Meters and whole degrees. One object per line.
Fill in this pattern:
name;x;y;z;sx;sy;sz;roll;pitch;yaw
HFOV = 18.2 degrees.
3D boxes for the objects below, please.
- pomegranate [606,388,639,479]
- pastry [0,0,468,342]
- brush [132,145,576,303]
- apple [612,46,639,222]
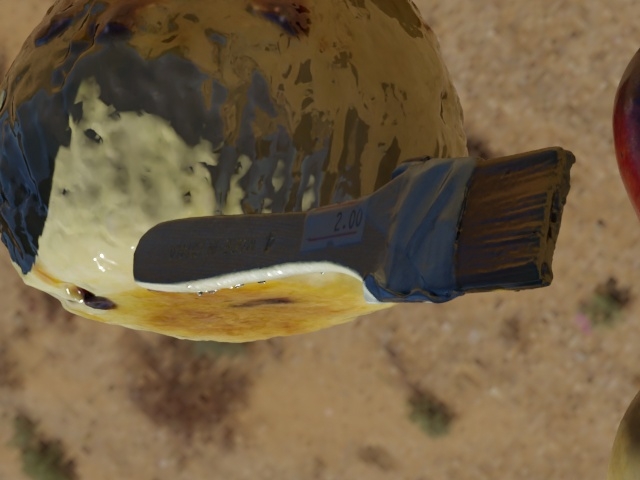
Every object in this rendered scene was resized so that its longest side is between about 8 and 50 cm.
pomegranate;0.335;0.204;1.390;0.319;0.319;0.319;29;145;22
pastry;-0.074;-0.090;1.597;0.388;0.313;0.388;3;164;1
brush;0.000;0.000;1.059;0.020;0.085;0.336;26;159;-36
apple;0.299;-0.053;1.228;0.234;0.234;0.234;29;145;22
